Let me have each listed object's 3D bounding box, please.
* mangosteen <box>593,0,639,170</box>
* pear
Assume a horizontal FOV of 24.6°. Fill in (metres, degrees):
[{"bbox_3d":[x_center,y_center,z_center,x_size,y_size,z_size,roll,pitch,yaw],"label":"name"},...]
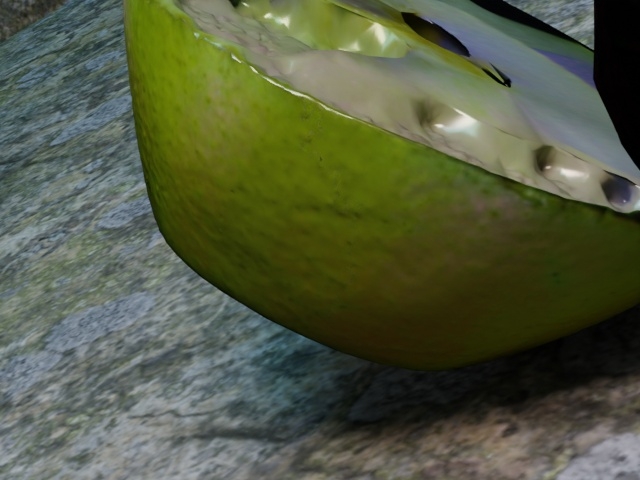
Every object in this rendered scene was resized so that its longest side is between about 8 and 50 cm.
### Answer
[{"bbox_3d":[0.286,-0.149,0.608,0.380,0.422,0.381,-8,4,1],"label":"mangosteen"},{"bbox_3d":[0.047,-0.044,0.894,0.399,0.398,0.165,-90,23,-66],"label":"pear"}]
